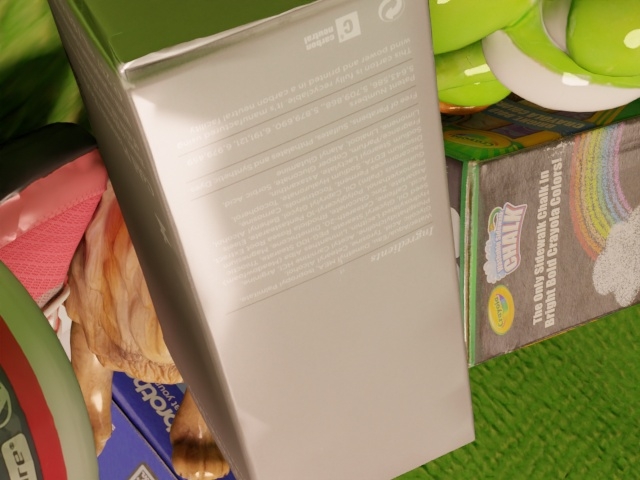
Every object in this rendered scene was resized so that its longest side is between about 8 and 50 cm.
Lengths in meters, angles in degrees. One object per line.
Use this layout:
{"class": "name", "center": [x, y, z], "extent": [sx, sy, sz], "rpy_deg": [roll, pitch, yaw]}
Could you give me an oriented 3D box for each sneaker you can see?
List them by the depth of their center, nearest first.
{"class": "sneaker", "center": [-0.166, 0.070, 0.659], "extent": [0.314, 0.136, 0.116], "rpy_deg": [-48, 174, 36]}

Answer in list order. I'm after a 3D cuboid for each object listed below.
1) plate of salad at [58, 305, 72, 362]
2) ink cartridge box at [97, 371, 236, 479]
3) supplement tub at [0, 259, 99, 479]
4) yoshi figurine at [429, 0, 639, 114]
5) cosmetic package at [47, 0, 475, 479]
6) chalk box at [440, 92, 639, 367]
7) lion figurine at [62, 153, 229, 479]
{"class": "plate of salad", "center": [-0.183, 0.067, 0.956], "extent": [0.200, 0.048, 0.200], "rpy_deg": [-38, 166, -11]}
{"class": "ink cartridge box", "center": [-0.109, 0.184, 1.099], "extent": [0.395, 0.151, 0.270], "rpy_deg": [-22, 157, -52]}
{"class": "supplement tub", "center": [-0.200, 0.095, 0.348], "extent": [0.191, 0.191, 0.272], "rpy_deg": [-46, 174, 26]}
{"class": "yoshi figurine", "center": [0.062, -0.138, 0.626], "extent": [0.203, 0.203, 0.362], "rpy_deg": [-21, -172, -1]}
{"class": "cosmetic package", "center": [-0.019, -0.017, 0.498], "extent": [0.107, 0.127, 0.238], "rpy_deg": [-22, 135, -14]}
{"class": "chalk box", "center": [0.091, -0.017, 0.838], "extent": [0.213, 0.132, 0.132], "rpy_deg": [-15, 116, -31]}
{"class": "lion figurine", "center": [-0.059, -0.013, 0.813], "extent": [0.392, 0.142, 0.240], "rpy_deg": [-79, -178, -66]}
